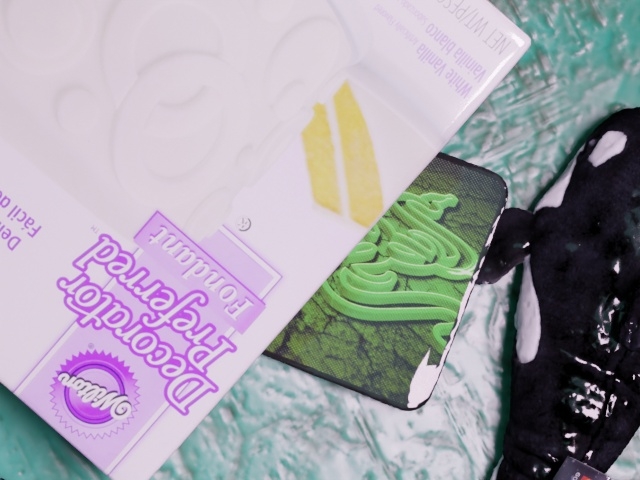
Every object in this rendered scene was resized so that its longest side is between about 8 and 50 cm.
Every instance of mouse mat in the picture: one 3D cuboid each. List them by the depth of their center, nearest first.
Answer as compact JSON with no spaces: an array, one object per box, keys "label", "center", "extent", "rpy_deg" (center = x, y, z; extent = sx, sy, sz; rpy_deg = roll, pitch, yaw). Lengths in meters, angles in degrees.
[{"label":"mouse mat","center":[0.000,0.000,1.009],"extent":[0.190,0.007,0.152],"rpy_deg":[21,84,3]}]

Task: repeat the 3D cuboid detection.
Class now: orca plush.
[{"label":"orca plush","center":[0.149,0.053,0.980],"extent":[0.151,0.102,0.287],"rpy_deg":[36,84,-1]}]

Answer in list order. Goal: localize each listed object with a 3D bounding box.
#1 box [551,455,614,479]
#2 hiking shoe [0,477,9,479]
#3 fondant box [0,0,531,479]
[{"label":"box","center":[0.141,0.262,0.965],"extent":[0.159,0.044,0.233],"rpy_deg":[37,83,-25]},{"label":"hiking shoe","center":[-0.146,0.209,0.954],"extent":[0.304,0.132,0.113],"rpy_deg":[48,124,15]},{"label":"fondant box","center":[-0.080,-0.062,0.946],"extent":[0.238,0.096,0.330],"rpy_deg":[41,96,-1]}]
